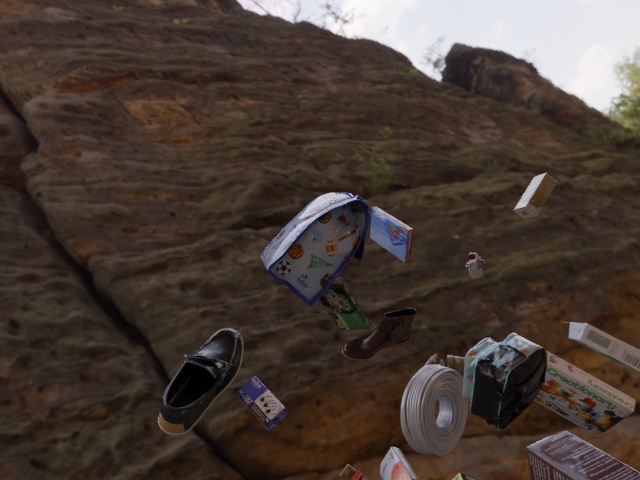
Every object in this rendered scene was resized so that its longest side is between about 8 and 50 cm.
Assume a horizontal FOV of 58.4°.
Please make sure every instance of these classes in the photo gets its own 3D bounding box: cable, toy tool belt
[{"bbox_3d":[0.340,0.496,1.679,0.257,0.089,0.257,-28,-74,-41],"label":"cable"},{"bbox_3d":[0.447,0.067,1.656,0.051,0.052,0.083,-41,-62,-54],"label":"toy tool belt"}]

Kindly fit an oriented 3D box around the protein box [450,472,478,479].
[{"bbox_3d":[0.463,0.909,1.848,0.136,0.201,0.200,31,-69,-25],"label":"protein box"}]

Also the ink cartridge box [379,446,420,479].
[{"bbox_3d":[0.212,0.744,1.737,0.045,0.145,0.179,28,-80,-27],"label":"ink cartridge box"}]

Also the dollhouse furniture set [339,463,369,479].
[{"bbox_3d":[0.030,0.703,1.477,0.259,0.135,0.262,-52,-7,-9],"label":"dollhouse furniture set"}]

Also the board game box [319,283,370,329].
[{"bbox_3d":[0.083,0.255,2.175,0.260,0.136,0.030,59,-143,-39],"label":"board game box"}]

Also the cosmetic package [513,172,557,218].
[{"bbox_3d":[0.555,-0.115,1.480,0.115,0.041,0.060,-55,7,-16],"label":"cosmetic package"}]

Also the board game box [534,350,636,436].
[{"bbox_3d":[0.779,0.475,1.786,0.053,0.305,0.193,-51,-15,-40],"label":"board game box"}]

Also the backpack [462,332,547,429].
[{"bbox_3d":[0.404,0.293,1.252,0.188,0.144,0.166,-20,-61,-29],"label":"backpack"}]

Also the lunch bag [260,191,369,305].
[{"bbox_3d":[0.000,0.000,1.986,0.385,0.239,0.328,-51,15,-2],"label":"lunch bag"}]

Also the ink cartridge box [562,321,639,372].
[{"bbox_3d":[0.734,0.276,1.496,0.056,0.181,0.225,-62,-10,-4],"label":"ink cartridge box"}]

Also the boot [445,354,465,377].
[{"bbox_3d":[0.663,0.565,2.409,0.269,0.089,0.236,-1,-42,6],"label":"boot"}]

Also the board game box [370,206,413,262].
[{"bbox_3d":[0.288,-0.027,2.361,0.027,0.281,0.145,-10,-64,-24],"label":"board game box"}]

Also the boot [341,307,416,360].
[{"bbox_3d":[0.199,0.314,1.971,0.248,0.090,0.207,-8,-43,-14],"label":"boot"}]

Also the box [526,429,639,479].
[{"bbox_3d":[0.666,0.617,1.325,0.143,0.381,0.191,-15,-78,-17],"label":"box"}]

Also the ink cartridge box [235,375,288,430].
[{"bbox_3d":[-0.221,0.607,2.142,0.097,0.207,0.046,-38,-45,-19],"label":"ink cartridge box"}]

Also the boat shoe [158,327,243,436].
[{"bbox_3d":[-0.437,0.501,2.162,0.500,0.186,0.156,-55,-20,-48],"label":"boat shoe"}]
